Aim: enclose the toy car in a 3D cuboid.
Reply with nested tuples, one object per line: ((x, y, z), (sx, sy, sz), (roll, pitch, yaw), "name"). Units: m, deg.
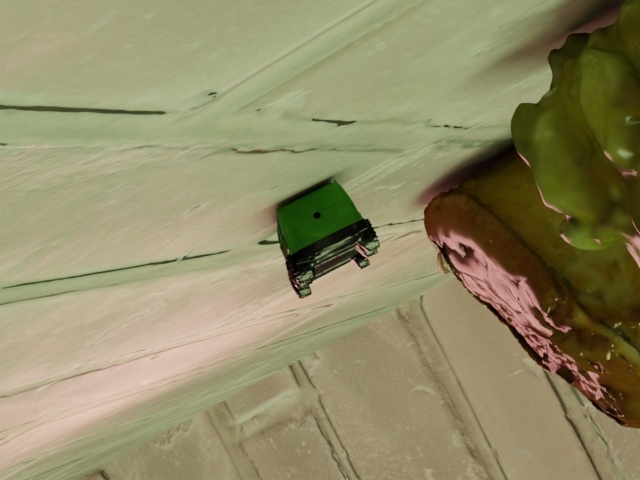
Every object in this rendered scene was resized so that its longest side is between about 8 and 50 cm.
((0.000, 0.000, 1.302), (0.071, 0.063, 0.165), (-26, 173, -4), "toy car")

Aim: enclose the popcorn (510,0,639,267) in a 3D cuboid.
((0.266, -0.060, 1.103), (0.224, 0.258, 0.270), (-47, 177, -16), "popcorn")

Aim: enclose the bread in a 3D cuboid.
((0.272, 0.031, 1.666), (0.204, 0.337, 0.358), (-51, 176, -2), "bread")
